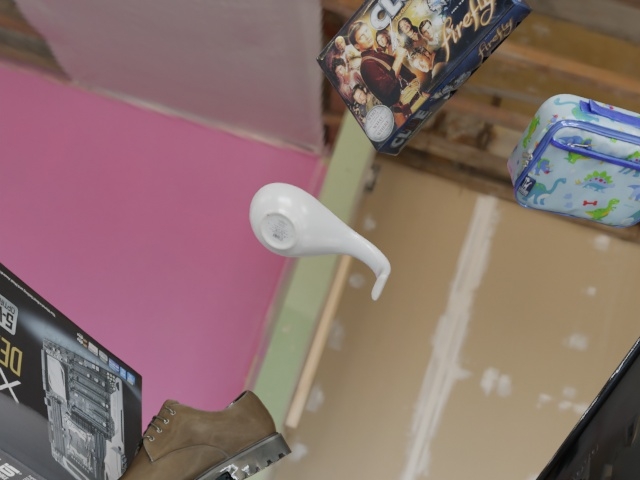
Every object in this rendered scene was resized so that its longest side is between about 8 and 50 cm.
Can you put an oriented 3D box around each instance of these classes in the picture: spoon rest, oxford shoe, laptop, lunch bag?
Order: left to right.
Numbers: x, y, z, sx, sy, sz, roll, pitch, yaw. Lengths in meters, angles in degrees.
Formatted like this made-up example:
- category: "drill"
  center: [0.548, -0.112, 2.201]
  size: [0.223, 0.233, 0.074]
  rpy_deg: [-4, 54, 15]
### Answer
- category: "oxford shoe"
  center: [-0.143, 0.199, 1.005]
  size: [0.227, 0.096, 0.083]
  rpy_deg: [-21, -10, -34]
- category: "spoon rest"
  center: [0.000, 0.000, 1.895]
  size: [0.276, 0.084, 0.137]
  rpy_deg: [31, -56, 13]
- category: "lunch bag"
  center: [0.393, -0.113, 1.607]
  size: [0.219, 0.090, 0.176]
  rpy_deg: [14, -47, -16]
- category: "laptop"
  center: [0.319, 0.193, 1.247]
  size: [0.236, 0.382, 0.408]
  rpy_deg: [41, -11, -9]

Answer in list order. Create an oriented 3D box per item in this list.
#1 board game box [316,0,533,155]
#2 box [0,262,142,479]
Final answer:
- category: "board game box"
  center: [0.116, -0.244, 1.338]
  size: [0.042, 0.243, 0.165]
  rpy_deg: [6, 45, -50]
- category: "box"
  center: [-0.311, 0.170, 1.175]
  size: [0.077, 0.242, 0.307]
  rpy_deg: [-30, -52, 16]
